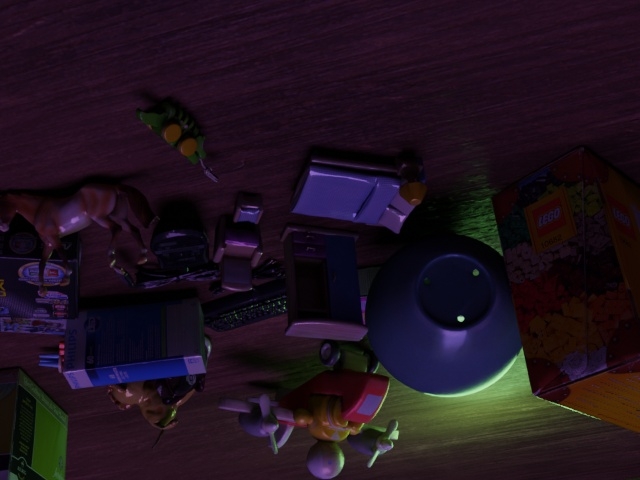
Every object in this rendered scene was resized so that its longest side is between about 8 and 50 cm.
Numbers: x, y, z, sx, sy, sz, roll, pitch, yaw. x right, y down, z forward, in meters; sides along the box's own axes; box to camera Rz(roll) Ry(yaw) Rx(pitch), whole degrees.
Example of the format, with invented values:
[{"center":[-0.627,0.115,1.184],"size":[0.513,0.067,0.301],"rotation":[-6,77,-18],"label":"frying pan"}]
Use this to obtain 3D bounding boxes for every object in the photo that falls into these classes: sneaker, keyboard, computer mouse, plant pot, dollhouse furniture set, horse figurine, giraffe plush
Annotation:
[{"center":[-0.351,0.257,1.747],"size":[0.281,0.162,0.106],"rotation":[16,143,-31],"label":"sneaker"},{"center":[-0.119,0.113,1.675],"size":[0.317,0.033,0.201],"rotation":[-20,145,21],"label":"keyboard"},{"center":[-0.280,0.017,1.476],"size":[0.184,0.060,0.262],"rotation":[-9,160,-1],"label":"computer mouse"},{"center":[0.220,0.108,1.429],"size":[0.290,0.290,0.195],"rotation":[-6,162,2],"label":"plant pot"},{"center":[0.000,0.000,1.349],"size":[0.286,0.198,0.303],"rotation":[6,146,-18],"label":"dollhouse furniture set"},{"center":[-0.376,-0.025,1.323],"size":[0.263,0.174,0.066],"rotation":[-19,166,7],"label":"horse figurine"},{"center":[-0.389,0.327,1.865],"size":[0.170,0.210,0.181],"rotation":[37,140,-15],"label":"giraffe plush"}]

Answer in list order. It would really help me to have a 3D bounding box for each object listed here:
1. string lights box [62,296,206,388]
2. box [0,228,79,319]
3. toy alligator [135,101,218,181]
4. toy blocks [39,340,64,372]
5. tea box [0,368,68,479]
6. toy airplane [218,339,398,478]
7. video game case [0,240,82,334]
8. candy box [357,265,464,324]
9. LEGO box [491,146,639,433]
[{"center":[-0.357,0.197,1.622],"size":[0.260,0.133,0.077],"rotation":[-6,145,-2],"label":"string lights box"},{"center":[-0.550,0.058,1.431],"size":[0.270,0.060,0.216],"rotation":[3,148,-14],"label":"box"},{"center":[-0.194,-0.151,1.222],"size":[0.051,0.056,0.190],"rotation":[-52,139,-3],"label":"toy alligator"},{"center":[-0.532,0.245,1.807],"size":[0.148,0.054,0.123],"rotation":[2,148,-10],"label":"toy blocks"},{"center":[-0.752,0.515,1.957],"size":[0.220,0.323,0.329],"rotation":[-7,147,2],"label":"tea box"},{"center":[-0.015,0.428,1.966],"size":[0.386,0.272,0.384],"rotation":[-8,149,4],"label":"toy airplane"},{"center":[-0.605,0.083,1.556],"size":[0.300,0.036,0.329],"rotation":[5,146,-16],"label":"video game case"},{"center":[0.175,0.110,1.670],"size":[0.233,0.071,0.159],"rotation":[-6,148,3],"label":"candy box"},{"center":[0.548,0.119,1.452],"size":[0.500,0.372,0.193],"rotation":[24,139,-37],"label":"LEGO box"}]
